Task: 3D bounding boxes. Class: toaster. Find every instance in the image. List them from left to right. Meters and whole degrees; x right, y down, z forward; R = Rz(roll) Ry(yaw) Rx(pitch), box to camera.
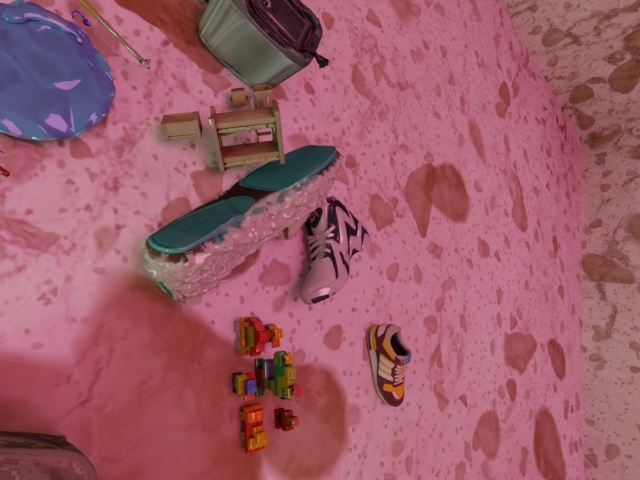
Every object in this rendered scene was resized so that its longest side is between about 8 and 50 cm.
[{"bbox_3d":[-0.104,-0.371,0.723,0.227,0.146,0.129,34,61,-32],"label":"toaster"}]

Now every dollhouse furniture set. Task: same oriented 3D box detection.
[{"bbox_3d":[-0.163,-0.194,0.707,0.181,0.161,0.101,-8,128,-6],"label":"dollhouse furniture set"}]

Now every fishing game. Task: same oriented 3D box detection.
[{"bbox_3d":[-0.372,-0.215,0.523,0.189,0.041,0.264,41,62,-20],"label":"fishing game"}]

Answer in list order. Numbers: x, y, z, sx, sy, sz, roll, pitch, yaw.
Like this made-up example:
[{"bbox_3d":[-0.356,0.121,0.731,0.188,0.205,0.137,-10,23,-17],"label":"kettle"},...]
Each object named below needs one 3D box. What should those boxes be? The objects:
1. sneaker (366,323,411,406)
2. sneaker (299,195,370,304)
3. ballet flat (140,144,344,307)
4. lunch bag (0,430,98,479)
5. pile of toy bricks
[{"bbox_3d":[0.159,0.272,0.870,0.069,0.083,0.186,-18,93,-43],"label":"sneaker"},{"bbox_3d":[0.000,0.000,0.778,0.153,0.094,0.235,55,51,-18],"label":"sneaker"},{"bbox_3d":[-0.110,-0.036,0.684,0.409,0.147,0.147,-38,107,-37],"label":"ballet flat"},{"bbox_3d":[-0.316,0.246,0.308,0.235,0.287,0.169,21,68,-37],"label":"lunch bag"},{"bbox_3d":[-0.071,0.228,0.656,0.118,0.105,0.212,3,79,-42],"label":"pile of toy bricks"}]
